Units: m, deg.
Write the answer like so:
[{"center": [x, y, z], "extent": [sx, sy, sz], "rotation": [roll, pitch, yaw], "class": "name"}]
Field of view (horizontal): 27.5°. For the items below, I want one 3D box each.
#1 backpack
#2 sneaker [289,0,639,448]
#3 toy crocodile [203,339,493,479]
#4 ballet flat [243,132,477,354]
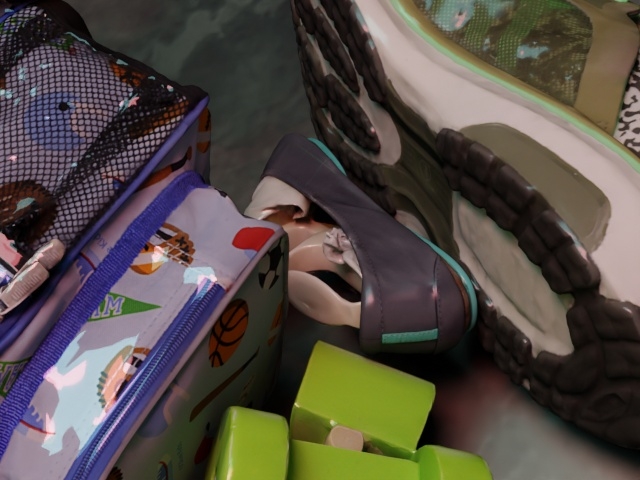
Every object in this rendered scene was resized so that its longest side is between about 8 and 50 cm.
[{"center": [-0.145, 0.061, 0.586], "extent": [0.213, 0.276, 0.263], "rotation": [35, 64, 21], "class": "backpack"}, {"center": [0.108, -0.081, 0.670], "extent": [0.182, 0.158, 0.410], "rotation": [-21, 50, -16], "class": "sneaker"}, {"center": [0.004, 0.173, 0.499], "extent": [0.115, 0.105, 0.340], "rotation": [12, 45, -10], "class": "toy crocodile"}, {"center": [0.000, 0.000, 0.656], "extent": [0.074, 0.074, 0.203], "rotation": [-40, 36, -5], "class": "ballet flat"}]
